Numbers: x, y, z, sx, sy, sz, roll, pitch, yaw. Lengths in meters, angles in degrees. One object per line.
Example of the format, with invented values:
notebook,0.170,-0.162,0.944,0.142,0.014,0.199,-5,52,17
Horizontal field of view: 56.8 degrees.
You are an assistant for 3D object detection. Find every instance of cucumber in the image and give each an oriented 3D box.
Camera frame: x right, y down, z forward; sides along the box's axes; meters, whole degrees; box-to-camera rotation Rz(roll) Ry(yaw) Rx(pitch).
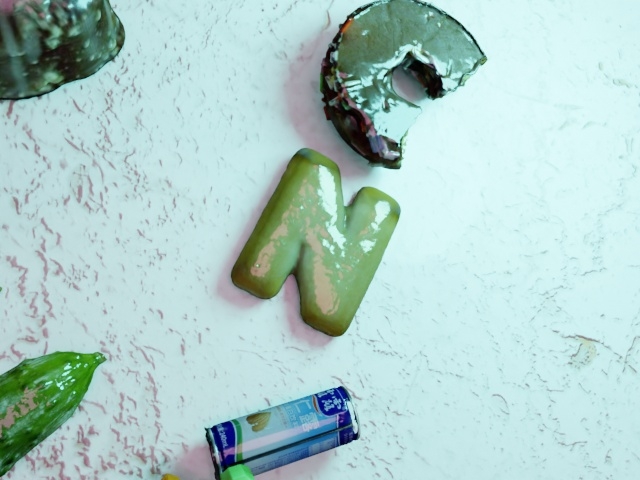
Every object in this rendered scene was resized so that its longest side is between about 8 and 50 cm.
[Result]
cucumber,-0.422,0.236,0.854,0.244,0.134,0.134,-36,90,-30

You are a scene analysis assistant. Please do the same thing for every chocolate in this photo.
chocolate,-0.481,-0.361,0.910,0.340,0.210,0.225,-19,86,-19

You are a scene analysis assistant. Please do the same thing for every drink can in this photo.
drink can,-0.060,0.312,0.951,0.235,0.097,0.097,-13,83,-18

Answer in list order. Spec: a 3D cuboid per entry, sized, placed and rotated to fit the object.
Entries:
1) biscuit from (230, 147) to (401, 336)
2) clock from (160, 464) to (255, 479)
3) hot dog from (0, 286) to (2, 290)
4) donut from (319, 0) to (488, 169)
biscuit,0.000,0.000,1.054,0.237,0.062,0.291,31,73,-9
clock,-0.185,0.460,0.839,0.220,0.106,0.255,-10,99,-19
hot dog,-0.558,0.103,0.866,0.169,0.061,0.078,-34,88,-20
donut,0.130,-0.312,1.122,0.259,0.136,0.345,40,70,-3
